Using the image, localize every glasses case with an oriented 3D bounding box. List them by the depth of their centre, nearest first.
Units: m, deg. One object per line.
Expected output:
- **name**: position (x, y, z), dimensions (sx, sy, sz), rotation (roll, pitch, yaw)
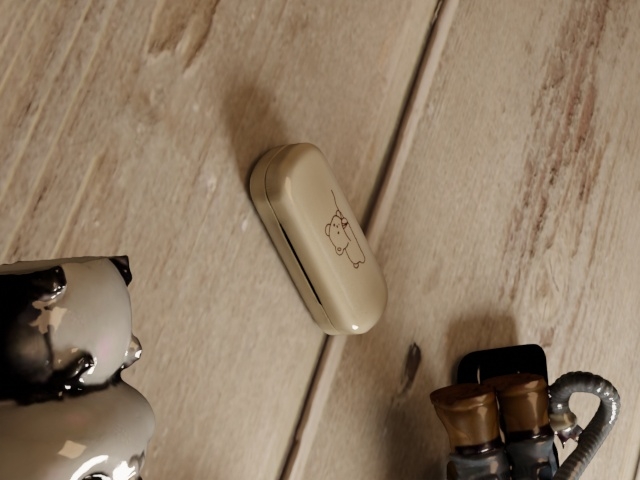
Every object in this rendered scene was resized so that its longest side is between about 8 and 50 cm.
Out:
- **glasses case**: position (0.000, 0.000, 1.775), dimensions (0.196, 0.050, 0.083), rotation (62, 40, -24)

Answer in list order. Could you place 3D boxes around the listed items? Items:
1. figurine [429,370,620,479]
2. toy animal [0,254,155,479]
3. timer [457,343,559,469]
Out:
- **figurine**: position (0.186, 0.325, 1.846), dimensions (0.186, 0.261, 0.381), rotation (-132, -149, -84)
- **toy animal**: position (-0.211, 0.126, 1.393), dimensions (0.187, 0.165, 0.235), rotation (-12, 91, -69)
- **timer**: position (0.207, 0.207, 1.998), dimensions (0.144, 0.055, 0.187), rotation (-3, 86, -51)
